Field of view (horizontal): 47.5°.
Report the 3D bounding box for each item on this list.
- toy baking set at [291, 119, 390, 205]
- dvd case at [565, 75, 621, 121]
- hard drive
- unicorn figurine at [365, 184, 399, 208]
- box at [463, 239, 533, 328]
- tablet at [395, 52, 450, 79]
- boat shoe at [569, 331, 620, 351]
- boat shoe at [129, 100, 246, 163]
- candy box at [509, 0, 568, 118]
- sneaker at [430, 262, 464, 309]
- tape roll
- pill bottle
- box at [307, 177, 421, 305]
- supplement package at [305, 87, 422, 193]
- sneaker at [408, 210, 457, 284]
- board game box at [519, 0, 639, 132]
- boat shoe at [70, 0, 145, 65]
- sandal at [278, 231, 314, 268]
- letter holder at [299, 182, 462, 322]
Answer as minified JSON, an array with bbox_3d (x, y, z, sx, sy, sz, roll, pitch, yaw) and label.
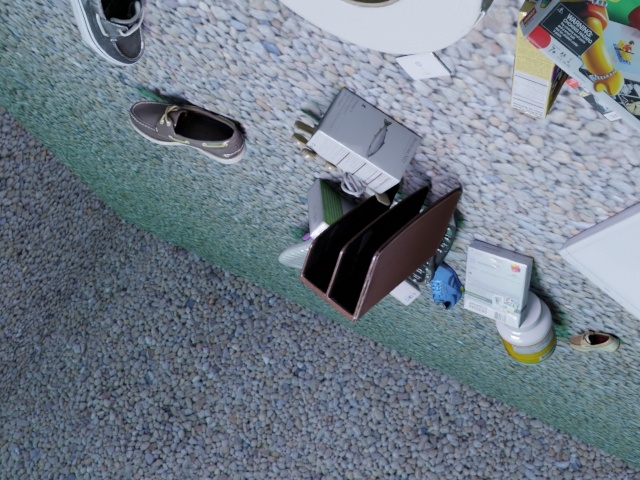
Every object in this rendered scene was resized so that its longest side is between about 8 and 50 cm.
[{"bbox_3d":[0.039,-0.156,1.486,0.256,0.030,0.197,35,-154,0],"label":"toy baking set"},{"bbox_3d":[0.379,-0.204,0.964,0.119,0.013,0.087,35,164,-18],"label":"dvd case"},{"bbox_3d":[0.587,0.044,1.260,0.233,0.047,0.353,40,165,3],"label":"hard drive"},{"bbox_3d":[0.143,-0.093,1.699,0.111,0.060,0.162,18,145,37],"label":"unicorn figurine"},{"bbox_3d":[0.410,0.102,1.692,0.145,0.038,0.186,20,132,31],"label":"box"},{"bbox_3d":[0.161,-0.275,1.148,0.054,0.006,0.083,39,162,-31],"label":"tablet"},{"bbox_3d":[0.683,0.249,1.831,0.045,0.050,0.135,41,151,-27],"label":"boat shoe"},{"bbox_3d":[-0.341,-0.290,1.826,0.324,0.116,0.096,22,159,12],"label":"boat shoe"},{"bbox_3d":[0.272,-0.241,0.855,0.053,0.109,0.186,26,165,19],"label":"candy box"},{"bbox_3d":[0.334,0.125,1.998,0.069,0.082,0.209,20,161,38],"label":"sneaker"},{"bbox_3d":[0.036,-0.384,0.895,0.392,0.072,0.392,27,165,8],"label":"tape roll"},{"bbox_3d":[0.518,0.215,1.841,0.136,0.136,0.245,20,163,30],"label":"pill bottle"},{"bbox_3d":[0.104,0.001,1.815,0.322,0.058,0.232,37,-158,-22],"label":"box"},{"bbox_3d":[0.081,-0.187,1.389,0.179,0.105,0.105,31,163,-8],"label":"supplement package"},{"bbox_3d":[0.260,-0.007,1.688,0.101,0.106,0.267,32,146,11],"label":"sneaker"},{"bbox_3d":[0.378,-0.191,0.721,0.305,0.053,0.193,33,123,-15],"label":"board game box"},{"bbox_3d":[-0.404,-0.445,1.407,0.119,0.121,0.335,29,164,19],"label":"boat shoe"},{"bbox_3d":[0.013,0.005,2.184,0.169,0.102,0.416,20,157,-24],"label":"sandal"},{"bbox_3d":[0.127,-0.017,1.472,0.152,0.302,0.214,38,138,20],"label":"letter holder"}]
